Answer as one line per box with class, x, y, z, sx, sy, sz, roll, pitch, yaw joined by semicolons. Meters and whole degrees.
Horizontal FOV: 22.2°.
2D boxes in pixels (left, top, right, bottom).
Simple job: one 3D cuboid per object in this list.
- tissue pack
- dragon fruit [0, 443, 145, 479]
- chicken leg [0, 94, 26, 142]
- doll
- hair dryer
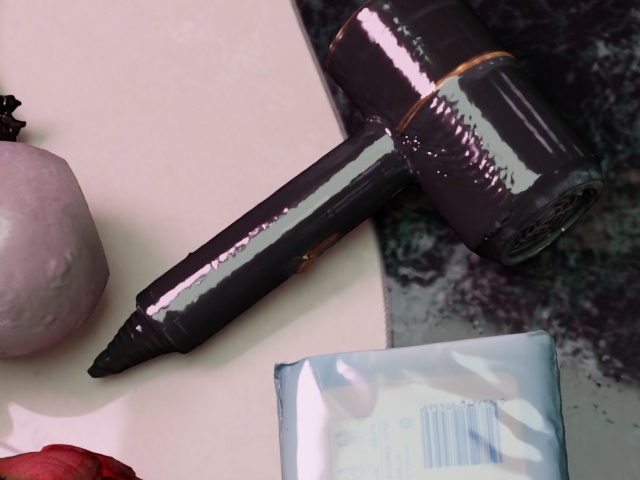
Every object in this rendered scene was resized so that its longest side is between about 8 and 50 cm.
tissue pack;0.069;0.197;0.984;0.177;0.089;0.263;-7;70;7
dragon fruit;-0.123;0.212;0.913;0.293;0.233;0.234;-20;63;36
chicken leg;-0.279;-0.124;1.171;0.105;0.063;0.234;-21;66;-5
doll;-0.283;0.036;1.044;0.287;0.151;0.151;-21;67;-15
hair dryer;0.000;0.000;1.077;0.352;0.107;0.189;-38;70;1
